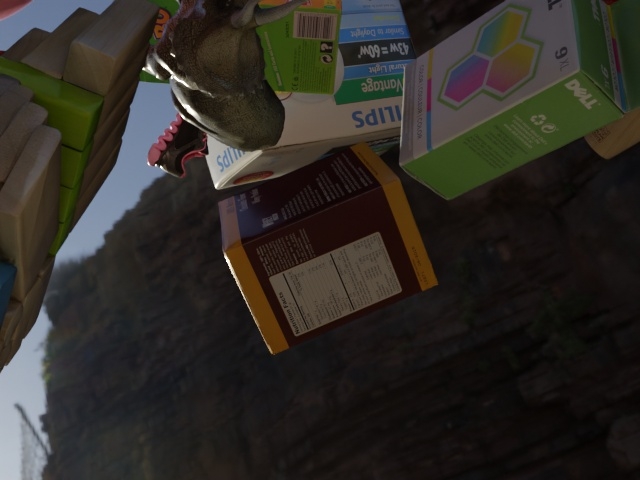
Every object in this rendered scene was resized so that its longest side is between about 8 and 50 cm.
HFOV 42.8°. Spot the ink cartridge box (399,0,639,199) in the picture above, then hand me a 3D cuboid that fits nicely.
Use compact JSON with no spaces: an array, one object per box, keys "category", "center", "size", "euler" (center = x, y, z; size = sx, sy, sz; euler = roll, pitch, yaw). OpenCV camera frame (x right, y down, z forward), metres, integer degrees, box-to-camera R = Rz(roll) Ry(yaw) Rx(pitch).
[{"category":"ink cartridge box","center":[0.155,-0.123,0.592],"size":[0.062,0.109,0.209],"euler":[32,-41,-33]}]

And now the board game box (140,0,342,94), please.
[{"category":"board game box","center":[-0.109,-0.239,0.980],"size":[0.259,0.039,0.124],"euler":[2,-42,-4]}]

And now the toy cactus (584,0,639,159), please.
[{"category":"toy cactus","center":[0.303,-0.137,0.694],"size":[0.180,0.219,0.112],"euler":[-47,-17,32]}]

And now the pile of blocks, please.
[{"category":"pile of blocks","center":[-0.182,0.014,0.337],"size":[0.112,0.362,0.149],"euler":[21,-34,-8]}]

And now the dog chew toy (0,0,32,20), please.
[{"category":"dog chew toy","center":[-0.188,-0.276,0.561],"size":[0.332,0.206,0.206],"euler":[-23,-25,-12]}]

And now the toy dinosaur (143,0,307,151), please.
[{"category":"toy dinosaur","center":[-0.091,-0.138,0.731],"size":[0.121,0.160,0.313],"euler":[-37,-23,-11]}]

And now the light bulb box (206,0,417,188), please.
[{"category":"light bulb box","center":[-0.040,-0.316,1.438],"size":[0.358,0.361,0.225],"euler":[-14,-5,-30]}]

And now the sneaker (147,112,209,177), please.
[{"category":"sneaker","center":[-0.147,-0.124,0.948],"size":[0.119,0.057,0.047],"euler":[-56,-2,-9]}]

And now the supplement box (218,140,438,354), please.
[{"category":"supplement box","center":[0.000,0.000,0.925],"size":[0.194,0.191,0.129],"euler":[-23,-70,-1]}]
